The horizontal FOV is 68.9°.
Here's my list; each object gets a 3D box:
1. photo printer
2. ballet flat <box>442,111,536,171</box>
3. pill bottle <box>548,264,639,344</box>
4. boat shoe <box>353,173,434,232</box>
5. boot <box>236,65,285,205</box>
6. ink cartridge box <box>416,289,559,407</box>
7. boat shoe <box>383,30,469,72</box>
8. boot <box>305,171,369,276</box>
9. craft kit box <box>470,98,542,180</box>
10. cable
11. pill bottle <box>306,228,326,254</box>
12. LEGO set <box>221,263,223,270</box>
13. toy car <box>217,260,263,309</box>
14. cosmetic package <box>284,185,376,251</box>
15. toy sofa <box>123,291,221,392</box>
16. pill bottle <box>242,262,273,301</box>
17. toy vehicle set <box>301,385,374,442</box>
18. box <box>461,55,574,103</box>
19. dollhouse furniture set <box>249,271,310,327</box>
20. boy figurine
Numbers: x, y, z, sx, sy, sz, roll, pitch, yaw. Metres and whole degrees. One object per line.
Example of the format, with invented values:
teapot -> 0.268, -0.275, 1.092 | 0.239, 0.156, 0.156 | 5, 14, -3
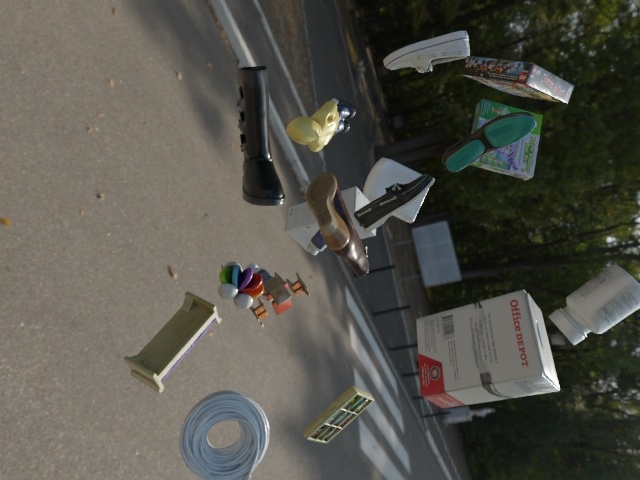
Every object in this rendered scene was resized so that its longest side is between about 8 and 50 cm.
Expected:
photo printer -> 0.383, -0.265, 2.393 | 0.256, 0.307, 0.107 | -64, -173, 1
ballet flat -> 0.483, -0.305, 1.373 | 0.095, 0.280, 0.096 | 50, 29, -26
pill bottle -> 0.770, 0.185, 1.306 | 0.131, 0.229, 0.131 | 45, 14, -14
boat shoe -> 0.249, -0.143, 1.606 | 0.091, 0.302, 0.114 | 51, 15, -6
boot -> -0.213, -0.378, 1.653 | 0.367, 0.146, 0.445 | -133, -136, -59
ink cartridge box -> 0.369, 0.252, 1.060 | 0.114, 0.273, 0.197 | 37, 43, -36
boat shoe -> 0.319, -0.554, 1.415 | 0.095, 0.258, 0.084 | -22, 101, -63
boot -> 0.050, -0.043, 1.233 | 0.207, 0.090, 0.248 | 51, 23, -39
craft kit box -> 0.686, -0.375, 1.740 | 0.061, 0.246, 0.250 | 148, -46, -78
cable -> -0.278, 0.572, 1.366 | 0.257, 0.257, 0.089 | 37, -11, -10
pill bottle -> 0.000, 0.000, 1.854 | 0.067, 0.120, 0.067 | 35, 22, -17
LEGO set -> -0.456, 0.151, 2.245 | 0.083, 0.023, 0.054 | 44, -20, 28
toy car -> -0.295, 0.159, 1.779 | 0.182, 0.136, 0.159 | 40, 36, -30
cosmetic package -> 0.052, -0.093, 2.217 | 0.217, 0.385, 0.156 | 42, 44, -42
toy sofa -> -0.547, 0.391, 1.780 | 0.362, 0.150, 0.177 | -52, 153, -37
pill bottle -> -0.273, 0.189, 2.154 | 0.180, 0.108, 0.108 | 41, 3, 17
toy vehicle set -> 0.071, 0.676, 1.802 | 0.166, 0.267, 0.035 | 40, 8, -50
box -> 0.459, -0.371, 1.080 | 0.233, 0.159, 0.044 | -2, 113, -43
dollhouse furniture set -> -0.173, 0.258, 2.020 | 0.135, 0.262, 0.259 | 52, -13, 26
boy figurine -> 0.000, -0.346, 1.433 | 0.285, 0.092, 0.177 | -38, 157, -47
